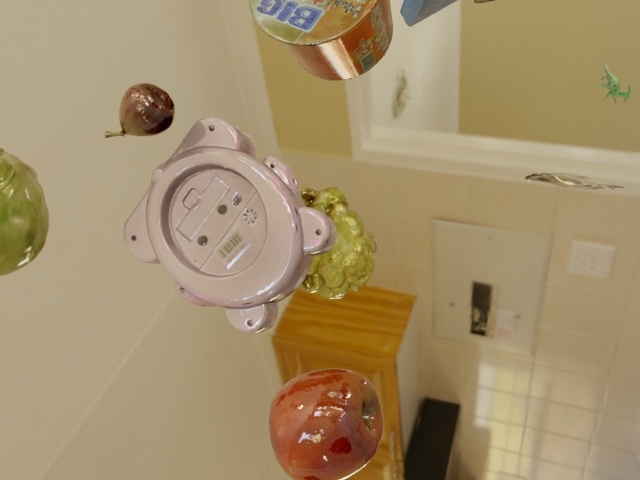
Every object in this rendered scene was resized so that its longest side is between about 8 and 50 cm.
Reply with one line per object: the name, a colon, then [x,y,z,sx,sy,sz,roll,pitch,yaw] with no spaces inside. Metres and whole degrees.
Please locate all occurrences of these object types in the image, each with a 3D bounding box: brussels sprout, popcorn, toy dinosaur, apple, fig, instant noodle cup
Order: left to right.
brussels sprout: [-0.737,-0.057,1.557,0.316,0.242,0.274,-131,39,-63]
fig: [-0.303,-0.201,1.159,0.089,0.125,0.089,39,-149,-29]
popcorn: [0.000,0.000,1.465,0.242,0.250,0.235,-49,-25,-79]
apple: [0.009,0.300,1.130,0.181,0.168,0.181,44,-142,-50]
instant noodle cup: [0.020,-0.480,1.455,0.214,0.296,0.297,46,-124,-68]
toy dinosaur: [0.557,-0.299,1.319,0.021,0.062,0.083,-27,-55,-37]

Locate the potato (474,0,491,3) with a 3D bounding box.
potato: [0.310,-0.381,0.808,0.239,0.298,0.116,-41,-63,-50]

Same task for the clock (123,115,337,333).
clock: [-0.154,-0.022,1.200,0.296,0.322,0.113,-53,-16,7]

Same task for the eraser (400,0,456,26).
eraser: [0.273,-0.469,1.147,0.311,0.043,0.144,-33,-7,-15]

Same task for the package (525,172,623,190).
package: [0.572,-0.133,1.585,0.171,0.173,0.027,-108,29,-89]
